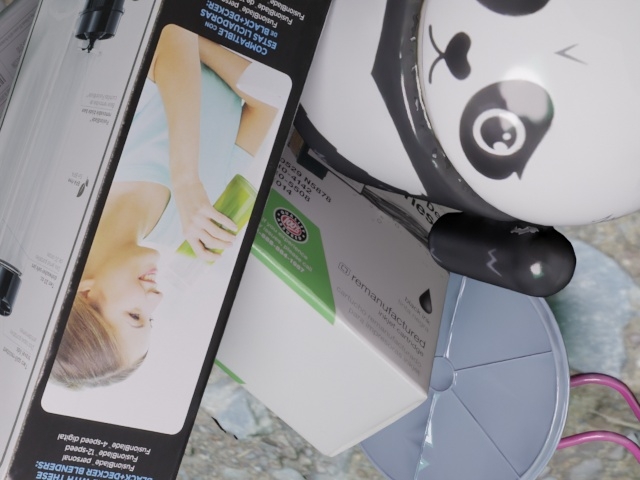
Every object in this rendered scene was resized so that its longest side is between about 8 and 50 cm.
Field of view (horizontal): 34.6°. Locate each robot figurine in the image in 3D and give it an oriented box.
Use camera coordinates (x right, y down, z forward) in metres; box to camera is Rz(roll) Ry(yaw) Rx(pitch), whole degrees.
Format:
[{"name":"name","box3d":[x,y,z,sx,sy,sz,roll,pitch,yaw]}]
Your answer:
[{"name":"robot figurine","box3d":[0.079,-0.100,0.531,0.209,0.173,0.278,44,169,-27]}]

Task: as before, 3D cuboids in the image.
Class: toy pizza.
[{"name":"toy pizza","box3d":[0.097,0.099,0.770,0.201,0.032,0.201,0,91,38]}]

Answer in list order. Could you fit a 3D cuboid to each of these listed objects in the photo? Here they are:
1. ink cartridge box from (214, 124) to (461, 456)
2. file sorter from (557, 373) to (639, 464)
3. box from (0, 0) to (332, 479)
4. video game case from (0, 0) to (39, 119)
[{"name":"ink cartridge box","box3d":[0.000,0.000,0.665,0.160,0.219,0.093,42,124,-16]},{"name":"file sorter","box3d":[0.181,0.272,0.770,0.182,0.290,0.202,-22,117,28]},{"name":"box","box3d":[-0.107,-0.028,0.530,0.087,0.289,0.169,19,177,-35]},{"name":"video game case","box3d":[-0.161,-0.057,0.675,0.023,0.212,0.193,-17,119,27]}]
